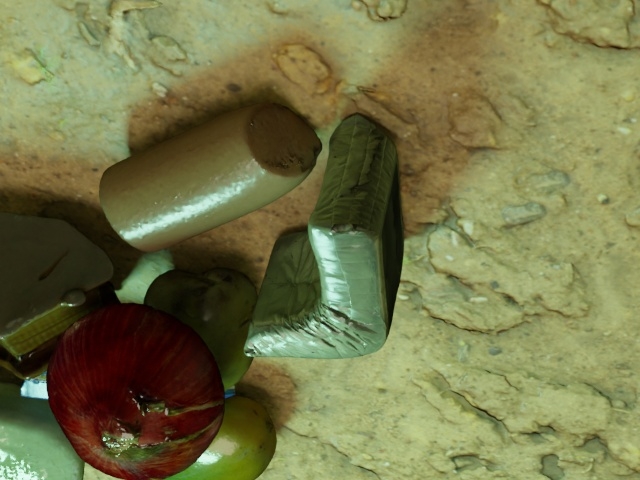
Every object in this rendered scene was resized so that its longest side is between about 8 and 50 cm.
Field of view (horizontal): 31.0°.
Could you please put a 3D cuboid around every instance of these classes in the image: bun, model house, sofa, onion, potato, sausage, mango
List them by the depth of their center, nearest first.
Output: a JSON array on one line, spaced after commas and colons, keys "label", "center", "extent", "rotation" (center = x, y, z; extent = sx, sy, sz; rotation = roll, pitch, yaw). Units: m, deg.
[{"label": "sofa", "center": [0.000, 0.000, 1.363], "extent": [0.176, 0.210, 0.225], "rotation": [2, 134, 12]}, {"label": "sausage", "center": [-0.131, -0.079, 1.376], "extent": [0.252, 0.123, 0.123], "rotation": [-23, 122, 26]}, {"label": "onion", "center": [-0.239, 0.197, 1.443], "extent": [0.248, 0.161, 0.248], "rotation": [15, 118, 30]}, {"label": "potato", "center": [-0.160, 0.120, 1.541], "extent": [0.154, 0.137, 0.200], "rotation": [8, 130, 4]}, {"label": "model house", "center": [-0.385, 0.075, 1.547], "extent": [0.220, 0.199, 0.229], "rotation": [50, 163, 18]}, {"label": "mango", "center": [-0.159, 0.321, 1.726], "extent": [0.156, 0.114, 0.251], "rotation": [7, 137, -25]}, {"label": "bun", "center": [-0.502, 0.325, 1.775], "extent": [0.283, 0.179, 0.283], "rotation": [-6, 120, -10]}]

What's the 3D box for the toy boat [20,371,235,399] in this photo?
[{"label": "toy boat", "center": [-0.267, 0.197, 1.651], "extent": [0.295, 0.129, 0.088], "rotation": [7, 91, 3]}]
